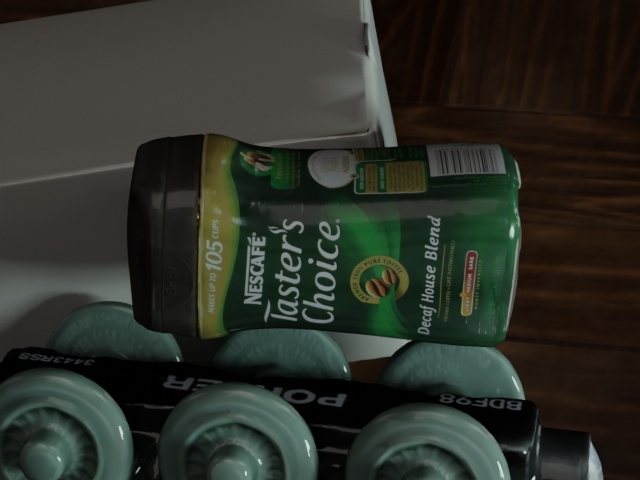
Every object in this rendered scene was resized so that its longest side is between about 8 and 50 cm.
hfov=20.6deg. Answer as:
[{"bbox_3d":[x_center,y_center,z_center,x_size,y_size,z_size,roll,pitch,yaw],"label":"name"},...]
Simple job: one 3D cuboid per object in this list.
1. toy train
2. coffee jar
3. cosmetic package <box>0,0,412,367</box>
[{"bbox_3d":[-0.033,0.142,0.869,0.334,0.190,0.142,5,18,8],"label":"toy train"},{"bbox_3d":[0.000,0.000,0.841,0.184,0.096,0.079,2,34,-1],"label":"coffee jar"},{"bbox_3d":[-0.139,-0.024,0.989,0.366,0.155,0.197,-6,33,6],"label":"cosmetic package"}]
